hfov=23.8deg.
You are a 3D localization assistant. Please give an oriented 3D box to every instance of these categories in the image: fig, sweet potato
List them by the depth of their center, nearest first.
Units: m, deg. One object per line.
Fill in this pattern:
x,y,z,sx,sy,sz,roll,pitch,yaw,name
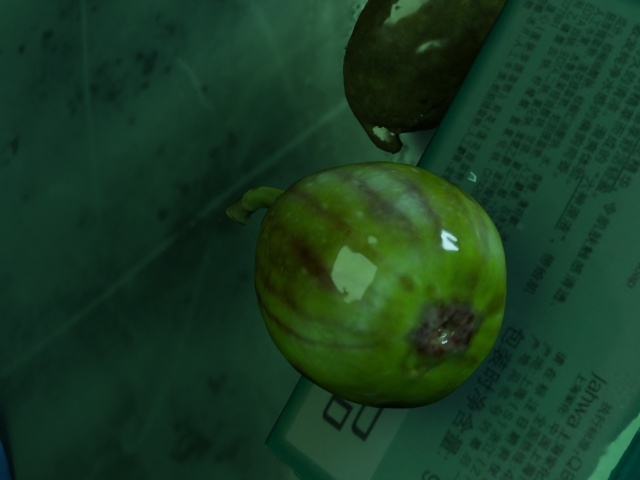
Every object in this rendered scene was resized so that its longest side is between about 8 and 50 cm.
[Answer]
-0.006,0.010,0.583,0.166,0.093,0.093,13,84,39,fig
0.109,-0.150,0.682,0.273,0.075,0.075,-43,54,13,sweet potato

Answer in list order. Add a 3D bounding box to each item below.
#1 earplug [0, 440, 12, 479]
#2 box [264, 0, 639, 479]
-0.313,0.176,0.866,0.273,0.132,0.132,-28,60,32,earplug
0.105,0.023,0.609,0.153,0.092,0.245,34,96,41,box
